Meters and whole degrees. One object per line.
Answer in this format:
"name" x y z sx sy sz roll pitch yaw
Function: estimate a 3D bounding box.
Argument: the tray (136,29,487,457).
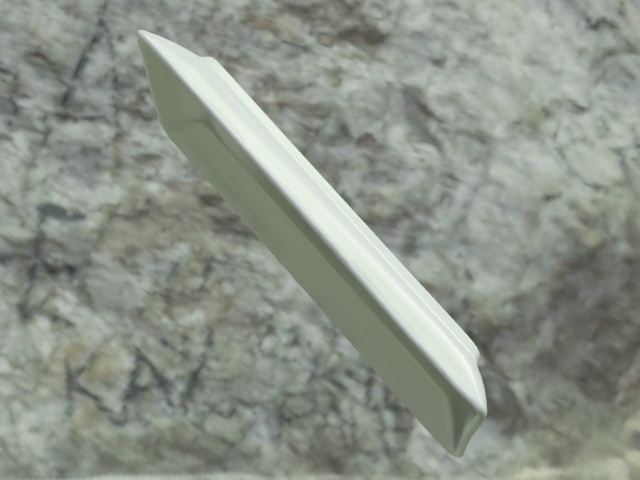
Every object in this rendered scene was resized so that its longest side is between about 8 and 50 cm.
"tray" 0.000 0.000 0.832 0.030 0.270 0.145 -39 -13 -12
